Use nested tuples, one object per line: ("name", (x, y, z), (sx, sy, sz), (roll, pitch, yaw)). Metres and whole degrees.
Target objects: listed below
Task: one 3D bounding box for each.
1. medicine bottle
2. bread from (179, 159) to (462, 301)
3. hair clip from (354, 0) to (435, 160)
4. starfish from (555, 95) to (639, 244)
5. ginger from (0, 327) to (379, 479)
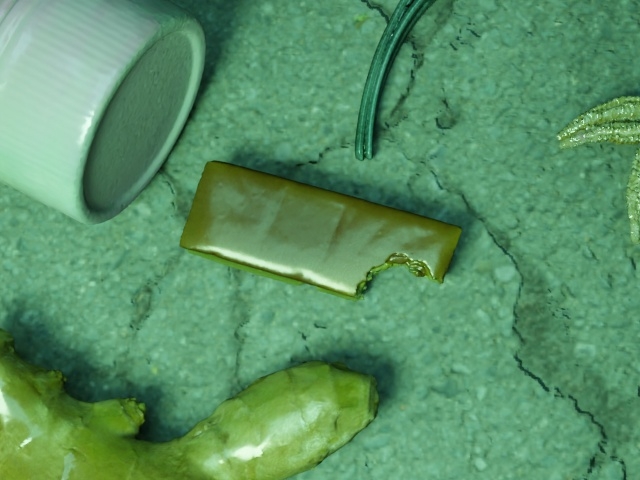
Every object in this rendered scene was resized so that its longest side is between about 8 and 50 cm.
("medicine bottle", (-0.307, -0.186, 0.990), (0.388, 0.219, 0.219), (27, 79, 11))
("bread", (0.000, 0.000, 1.006), (0.226, 0.049, 0.088), (17, 77, 8))
("hair clip", (0.075, -0.177, 1.058), (0.070, 0.039, 0.229), (26, 84, 11))
("starfish", (0.323, -0.096, 1.008), (0.227, 0.043, 0.240), (16, 74, 6))
("ginger", (-0.158, 0.240, 0.927), (0.348, 0.122, 0.363), (10, 76, 12))
